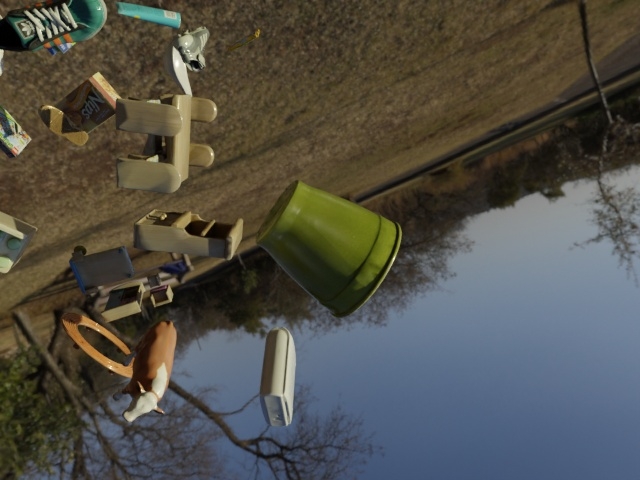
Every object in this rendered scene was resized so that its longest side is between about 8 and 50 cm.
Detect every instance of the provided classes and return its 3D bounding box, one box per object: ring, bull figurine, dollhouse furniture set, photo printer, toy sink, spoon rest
[{"bbox_3d":[-0.768,0.372,1.667,0.032,0.337,0.336,-49,-173,-9],"label":"ring"},{"bbox_3d":[-0.462,0.358,1.266,0.189,0.101,0.310,-35,-149,27],"label":"bull figurine"},{"bbox_3d":[-0.766,0.114,1.855,0.287,0.303,0.198,-18,-157,-9],"label":"dollhouse furniture set"},{"bbox_3d":[-0.155,0.498,1.787,0.107,0.255,0.307,0,-135,3],"label":"photo printer"},{"bbox_3d":[-0.916,-0.003,1.334,0.153,0.131,0.234,30,173,-25],"label":"toy sink"},{"bbox_3d":[-0.484,-0.542,1.626,0.084,0.276,0.137,7,-149,-4],"label":"spoon rest"},{"bbox_3d":[-0.332,-0.172,1.240,0.257,0.393,0.362,7,-162,-3],"label":"dollhouse furniture set"}]

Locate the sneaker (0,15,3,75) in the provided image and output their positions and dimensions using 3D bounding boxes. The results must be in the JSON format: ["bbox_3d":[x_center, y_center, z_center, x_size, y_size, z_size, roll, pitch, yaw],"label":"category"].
[{"bbox_3d":[-0.879,-0.552,1.273,0.094,0.212,0.080,-6,-165,3],"label":"sneaker"}]

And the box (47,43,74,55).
[{"bbox_3d":[-0.815,-0.685,1.515,0.043,0.109,0.178,25,-111,35],"label":"box"}]

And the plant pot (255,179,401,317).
[{"bbox_3d":[0.000,0.000,1.504,0.366,0.353,0.366,-51,-165,20],"label":"plant pot"}]

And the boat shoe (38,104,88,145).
[{"bbox_3d":[-0.749,-0.333,1.367,0.063,0.059,0.170,-57,157,-12],"label":"boat shoe"}]

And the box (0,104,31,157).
[{"bbox_3d":[-1.200,-0.426,1.787,0.036,0.206,0.114,-4,-131,17],"label":"box"}]

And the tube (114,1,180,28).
[{"bbox_3d":[-0.590,-0.778,1.635,0.207,0.080,0.052,-2,132,-34],"label":"tube"}]

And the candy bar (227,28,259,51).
[{"bbox_3d":[-0.292,-0.759,1.812,0.162,0.040,0.018,-11,140,35],"label":"candy bar"}]

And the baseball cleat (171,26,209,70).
[{"bbox_3d":[-0.348,-0.527,1.314,0.072,0.109,0.205,-12,-154,17],"label":"baseball cleat"}]

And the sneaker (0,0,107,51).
[{"bbox_3d":[-0.661,-0.514,1.146,0.303,0.108,0.121,-11,-152,18],"label":"sneaker"}]

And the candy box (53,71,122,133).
[{"bbox_3d":[-1.095,-0.629,2.243,0.317,0.182,0.087,-21,-148,28],"label":"candy box"}]
